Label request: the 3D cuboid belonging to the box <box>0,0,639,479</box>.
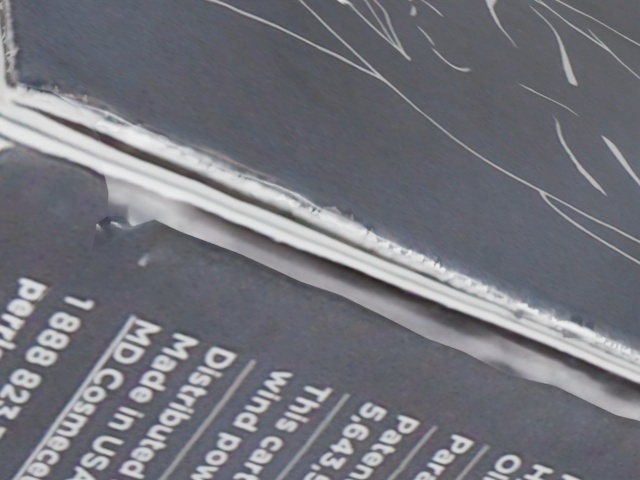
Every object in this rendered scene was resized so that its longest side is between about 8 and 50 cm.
[{"bbox_3d":[0.000,0.000,0.688,0.472,0.480,0.297,22,121,-29],"label":"box"}]
